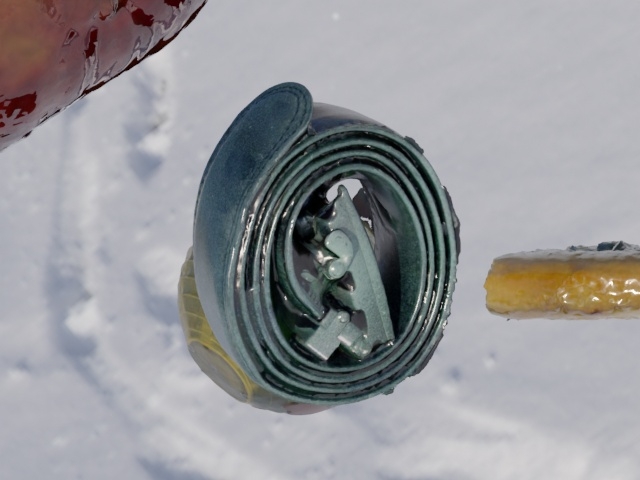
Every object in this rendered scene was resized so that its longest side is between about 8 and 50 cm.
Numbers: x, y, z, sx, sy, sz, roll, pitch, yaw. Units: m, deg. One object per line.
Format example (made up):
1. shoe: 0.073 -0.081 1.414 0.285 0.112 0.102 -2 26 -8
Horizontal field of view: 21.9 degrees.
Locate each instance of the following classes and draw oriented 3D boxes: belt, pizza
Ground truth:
1. belt: 0.000 0.000 1.328 0.206 0.267 0.116 -16 24 -21
2. pizza: 0.169 0.015 0.732 0.181 0.034 0.262 -2 -1 10

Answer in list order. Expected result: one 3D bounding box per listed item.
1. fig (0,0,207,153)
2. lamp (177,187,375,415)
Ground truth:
1. fig: -0.146 -0.153 0.553 0.204 0.249 0.186 -29 29 -8
2. lamp: -0.021 0.050 1.805 0.284 0.250 0.250 -48 29 -23
